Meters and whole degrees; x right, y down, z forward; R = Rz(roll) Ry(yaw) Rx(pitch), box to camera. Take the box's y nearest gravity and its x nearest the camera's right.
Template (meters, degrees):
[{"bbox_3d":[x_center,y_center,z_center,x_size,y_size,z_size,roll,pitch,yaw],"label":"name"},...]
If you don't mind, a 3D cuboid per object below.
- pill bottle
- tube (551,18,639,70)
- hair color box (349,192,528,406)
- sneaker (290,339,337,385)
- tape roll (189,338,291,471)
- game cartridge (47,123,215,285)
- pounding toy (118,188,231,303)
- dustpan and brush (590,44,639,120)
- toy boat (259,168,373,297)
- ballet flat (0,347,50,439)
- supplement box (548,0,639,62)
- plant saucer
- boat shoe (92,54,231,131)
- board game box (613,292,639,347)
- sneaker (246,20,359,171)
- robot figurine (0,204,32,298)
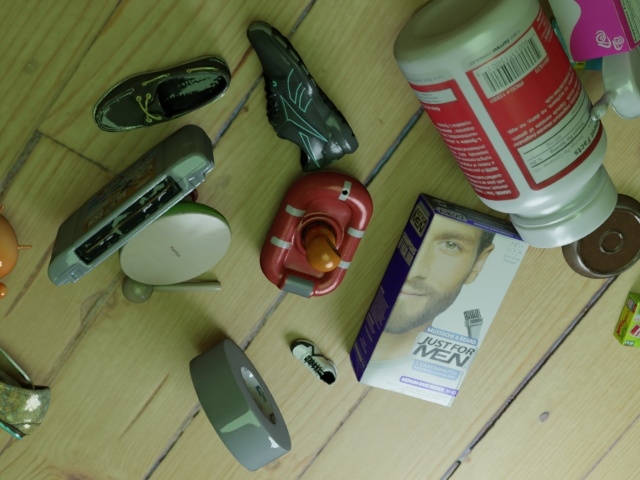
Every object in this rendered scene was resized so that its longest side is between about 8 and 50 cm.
[{"bbox_3d":[0.305,-0.194,1.689,0.229,0.229,0.407,-33,115,5],"label":"pill bottle"},{"bbox_3d":[0.472,-0.310,1.772,0.207,0.052,0.080,6,101,-8],"label":"tube"},{"bbox_3d":[0.201,0.107,1.872,0.185,0.110,0.338,17,108,-16],"label":"hair color box"},{"bbox_3d":[-0.009,0.217,1.916,0.109,0.043,0.040,38,104,-21],"label":"sneaker"},{"bbox_3d":[-0.135,0.278,1.822,0.072,0.219,0.219,-31,115,4],"label":"tape roll"},{"bbox_3d":[-0.292,-0.061,1.655,0.297,0.198,0.062,-38,115,6],"label":"game cartridge"},{"bbox_3d":[-0.248,-0.009,1.756,0.183,0.110,0.237,-10,145,-18],"label":"pounding toy"},{"bbox_3d":[0.467,-0.238,1.685,0.060,0.211,0.147,-15,111,30],"label":"dustpan and brush"},{"bbox_3d":[0.000,0.000,1.762,0.151,0.151,0.231,18,109,-17],"label":"toy boat"},{"bbox_3d":[-0.598,0.199,1.773,0.348,0.123,0.123,37,103,-22],"label":"ballet flat"},{"bbox_3d":[0.465,-0.372,1.639,0.220,0.111,0.114,-35,109,-34],"label":"supplement box"},{"bbox_3d":[0.516,-0.001,1.923,0.169,0.029,0.168,-4,115,-8],"label":"plant saucer"},{"bbox_3d":[-0.247,-0.223,1.664,0.228,0.068,0.081,-23,115,0],"label":"boat shoe"},{"bbox_3d":[0.650,0.158,2.009,0.181,0.043,0.092,9,112,-14],"label":"board game box"},{"bbox_3d":[-0.045,-0.220,1.686,0.106,0.101,0.267,-33,115,8],"label":"sneaker"},{"bbox_3d":[-0.569,0.027,1.685,0.219,0.128,0.158,-26,76,2],"label":"robot figurine"}]
